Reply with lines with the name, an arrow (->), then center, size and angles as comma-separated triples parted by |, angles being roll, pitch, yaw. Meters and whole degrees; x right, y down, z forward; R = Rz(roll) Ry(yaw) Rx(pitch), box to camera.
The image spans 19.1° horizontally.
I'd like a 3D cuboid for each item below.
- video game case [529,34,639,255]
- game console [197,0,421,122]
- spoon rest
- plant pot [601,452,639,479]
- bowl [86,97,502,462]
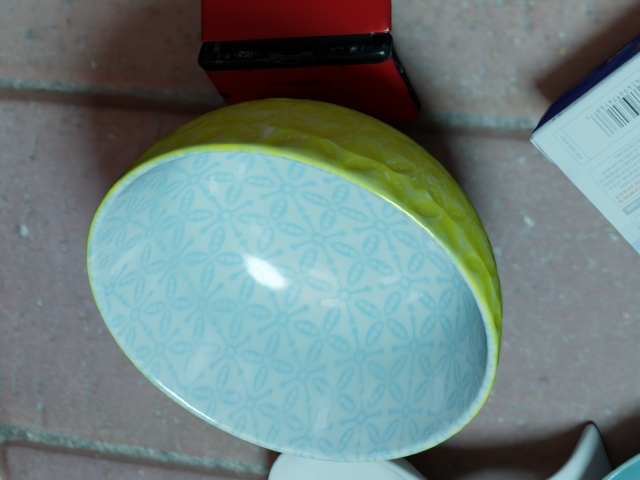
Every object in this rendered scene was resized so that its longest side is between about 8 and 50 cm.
video game case -> 0.314, -0.061, 1.216 | 0.244, 0.061, 0.269 | 47, 125, -7
game console -> -0.006, -0.147, 1.335 | 0.144, 0.085, 0.124 | 0, 149, 24
spoon rest -> 0.081, 0.198, 1.454 | 0.276, 0.084, 0.137 | -12, 112, 28
plant pot -> 0.313, 0.297, 1.323 | 0.290, 0.290, 0.195 | -22, 144, 32
bowl -> 0.000, 0.000, 1.316 | 0.289, 0.156, 0.289 | 13, 136, 12
